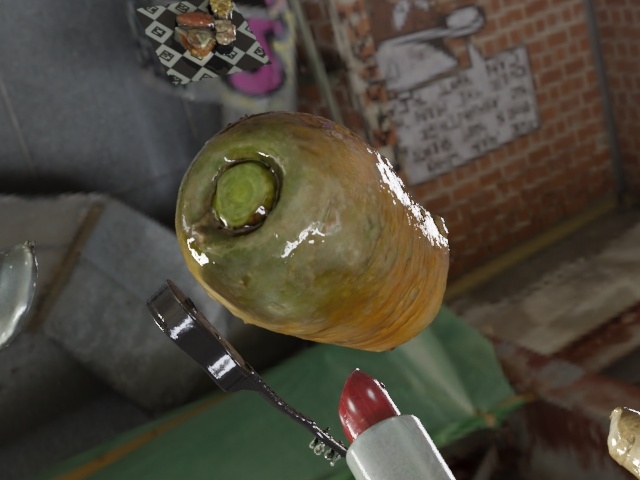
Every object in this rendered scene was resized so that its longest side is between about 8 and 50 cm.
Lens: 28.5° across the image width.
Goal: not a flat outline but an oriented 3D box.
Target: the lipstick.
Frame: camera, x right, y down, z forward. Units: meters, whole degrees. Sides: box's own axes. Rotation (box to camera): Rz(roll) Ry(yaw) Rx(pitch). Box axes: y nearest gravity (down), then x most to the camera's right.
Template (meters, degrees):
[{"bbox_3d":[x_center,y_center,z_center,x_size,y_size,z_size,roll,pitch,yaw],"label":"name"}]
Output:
[{"bbox_3d":[0.053,0.138,0.607,0.063,0.057,0.186,9,-141,-44],"label":"lipstick"}]

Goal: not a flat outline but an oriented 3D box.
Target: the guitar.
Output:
[{"bbox_3d":[-0.064,0.139,1.212,0.038,0.271,0.084,-44,-157,2],"label":"guitar"}]

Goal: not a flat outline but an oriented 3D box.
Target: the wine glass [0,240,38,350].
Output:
[{"bbox_3d":[-0.336,0.020,1.018,0.204,0.111,0.111,21,179,-33],"label":"wine glass"}]

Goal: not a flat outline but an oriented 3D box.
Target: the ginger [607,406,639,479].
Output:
[{"bbox_3d":[0.349,0.221,1.223,0.069,0.095,0.190,-44,-148,-8],"label":"ginger"}]

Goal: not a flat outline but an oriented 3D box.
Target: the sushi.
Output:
[{"bbox_3d":[-0.130,-0.235,1.407,0.126,0.026,0.120,-16,-119,-28],"label":"sushi"}]

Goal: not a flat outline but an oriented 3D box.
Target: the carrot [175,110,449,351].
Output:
[{"bbox_3d":[0.000,0.000,1.315,0.224,0.224,0.341,-5,161,27],"label":"carrot"}]
